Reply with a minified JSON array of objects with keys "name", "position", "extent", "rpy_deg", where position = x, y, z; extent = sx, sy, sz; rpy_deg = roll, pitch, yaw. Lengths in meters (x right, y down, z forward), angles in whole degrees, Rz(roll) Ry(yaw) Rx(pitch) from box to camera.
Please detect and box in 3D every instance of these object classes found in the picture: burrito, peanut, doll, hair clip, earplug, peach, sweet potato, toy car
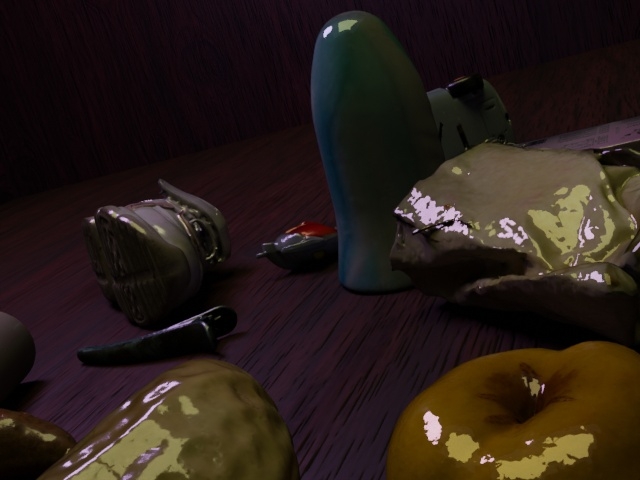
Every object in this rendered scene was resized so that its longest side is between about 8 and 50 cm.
[{"name":"burrito","position":[0.217,0.002,0.733],"extent":[0.190,0.135,0.332],"rpy_deg":[-32,22,-20]},{"name":"peanut","position":[-0.105,0.175,0.438],"extent":[0.159,0.143,0.291],"rpy_deg":[-18,12,44]},{"name":"doll","position":[0.000,0.001,1.146],"extent":[0.195,0.062,0.104],"rpy_deg":[-13,25,-14]},{"name":"hair clip","position":[-0.215,0.125,0.965],"extent":[0.229,0.039,0.070],"rpy_deg":[-13,16,21]},{"name":"earplug","position":[0.067,-0.117,0.967],"extent":[0.185,0.324,0.185],"rpy_deg":[-16,15,5]},{"name":"peach","position":[0.127,0.123,0.450],"extent":[0.179,0.103,0.179],"rpy_deg":[-16,18,5]},{"name":"sweet potato","position":[-0.367,0.203,0.751],"extent":[0.292,0.097,0.097],"rpy_deg":[-6,17,22]},{"name":"toy car","position":[0.170,-0.144,1.279],"extent":[0.270,0.180,0.212],"rpy_deg":[-25,6,-24]}]

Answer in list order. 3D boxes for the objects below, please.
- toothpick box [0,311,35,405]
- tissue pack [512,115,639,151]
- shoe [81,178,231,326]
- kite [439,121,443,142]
[{"name":"toothpick box","position":[-0.418,0.161,0.920],"extent":[0.111,0.111,0.180],"rpy_deg":[-16,13,5]},{"name":"tissue pack","position":[0.348,-0.087,0.995],"extent":[0.246,0.092,0.148],"rpy_deg":[-11,15,25]},{"name":"shoe","position":[-0.231,0.001,1.183],"extent":[0.198,0.172,0.351],"rpy_deg":[-20,16,-25]},{"name":"kite","position":[0.191,-0.053,0.996],"extent":[0.010,0.183,0.160],"rpy_deg":[-27,-27,-12]}]
